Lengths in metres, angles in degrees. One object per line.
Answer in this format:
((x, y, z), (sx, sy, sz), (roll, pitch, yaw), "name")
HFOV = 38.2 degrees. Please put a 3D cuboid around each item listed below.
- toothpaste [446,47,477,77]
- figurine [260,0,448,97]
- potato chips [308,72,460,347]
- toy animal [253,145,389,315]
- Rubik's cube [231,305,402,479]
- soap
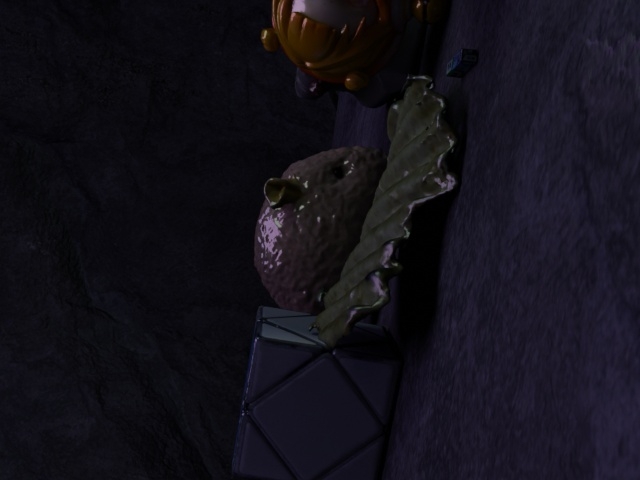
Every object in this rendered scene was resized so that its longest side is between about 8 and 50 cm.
((0.172, -0.216, 1.127), (0.083, 0.020, 0.017), (144, 131, -85), "toothpaste")
((0.044, -0.385, 1.426), (0.323, 0.320, 0.196), (-62, -15, 2), "figurine")
((0.090, -0.032, 1.253), (0.389, 0.097, 0.373), (-127, 58, -88), "potato chips")
((-0.002, 0.007, 1.594), (0.188, 0.226, 0.358), (119, 160, -80), "toy animal")
((-0.010, 0.225, 1.331), (0.205, 0.207, 0.205), (-97, 18, -81), "Rubik's cube")
((0.074, -0.441, 1.744), (0.435, 0.213, 0.350), (-172, 88, -86), "soap")
